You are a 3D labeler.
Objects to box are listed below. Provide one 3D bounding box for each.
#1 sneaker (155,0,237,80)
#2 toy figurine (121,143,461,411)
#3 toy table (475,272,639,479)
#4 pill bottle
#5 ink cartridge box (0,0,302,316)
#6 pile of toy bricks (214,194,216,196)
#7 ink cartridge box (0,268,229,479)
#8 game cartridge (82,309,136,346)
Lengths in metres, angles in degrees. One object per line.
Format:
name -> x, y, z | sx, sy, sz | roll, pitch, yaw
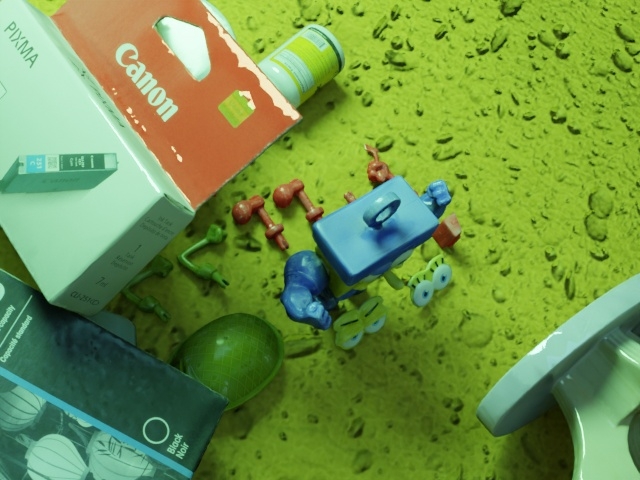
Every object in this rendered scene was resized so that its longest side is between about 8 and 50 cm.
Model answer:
sneaker -> -0.154, -0.220, 1.141 | 0.080, 0.094, 0.212 | -32, 71, -17
toy figurine -> 0.000, 0.000, 1.032 | 0.362, 0.217, 0.191 | -28, 79, -23
toy table -> 0.305, 0.154, 1.055 | 0.274, 0.252, 0.161 | -33, 65, -16
pill bottle -> -0.033, -0.181, 1.177 | 0.065, 0.065, 0.116 | 46, 65, 5
ink cartridge box -> -0.202, -0.125, 0.970 | 0.261, 0.066, 0.296 | -43, 62, 6
pile of toy bricks -> -0.200, -0.093, 1.052 | 0.212, 0.118, 0.105 | 14, 28, -6
ink cartridge box -> -0.260, 0.133, 0.926 | 0.332, 0.065, 0.165 | 30, 62, -9
game cartridge -> -0.312, 0.142, 0.965 | 0.297, 0.062, 0.198 | 3, 73, -22
